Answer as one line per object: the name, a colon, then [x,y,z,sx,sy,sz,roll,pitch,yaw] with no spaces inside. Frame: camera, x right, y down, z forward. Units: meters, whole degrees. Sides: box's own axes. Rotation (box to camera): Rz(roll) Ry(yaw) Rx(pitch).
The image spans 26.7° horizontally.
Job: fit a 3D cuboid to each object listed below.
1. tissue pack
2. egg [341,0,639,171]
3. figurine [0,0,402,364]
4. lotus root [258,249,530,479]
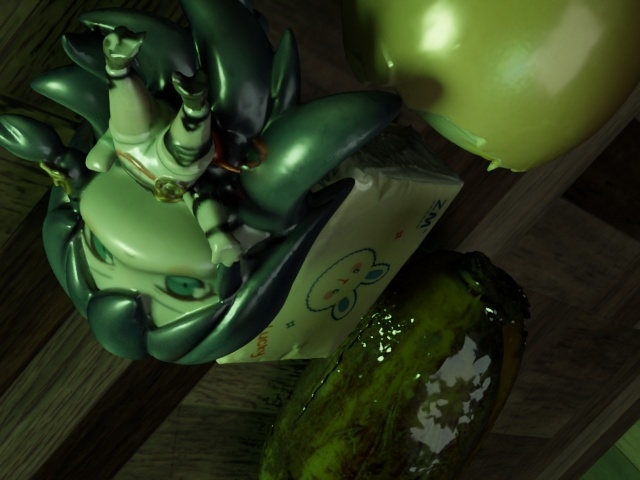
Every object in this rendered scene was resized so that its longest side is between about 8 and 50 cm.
tissue pack: [0.000,0.000,1.041,0.148,0.092,0.196,1,131,-53]
egg: [0.123,-0.170,0.831,0.201,0.201,0.244,-2,125,-52]
figurine: [-0.076,-0.041,0.803,0.197,0.175,0.265,-23,156,-42]
lotus root: [0.067,0.177,1.293,0.196,0.179,0.397,-2,132,-49]
